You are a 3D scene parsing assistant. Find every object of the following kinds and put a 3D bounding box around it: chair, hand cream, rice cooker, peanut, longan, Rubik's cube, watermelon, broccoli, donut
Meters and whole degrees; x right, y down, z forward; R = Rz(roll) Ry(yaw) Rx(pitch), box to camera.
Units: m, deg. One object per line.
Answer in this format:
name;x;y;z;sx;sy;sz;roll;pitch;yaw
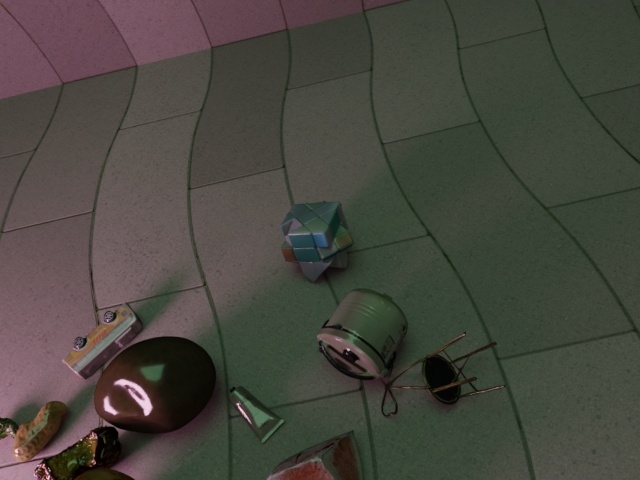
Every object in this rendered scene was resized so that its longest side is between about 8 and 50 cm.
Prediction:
chair;0.327;0.380;1.591;0.326;0.170;0.159;-39;42;39
hand cream;-0.199;0.493;1.670;0.186;0.054;0.087;37;71;26
rice cooker;0.121;0.278;1.657;0.226;0.226;0.244;20;56;26
peanut;-0.846;0.570;1.726;0.094;0.083;0.194;18;59;23
longan;-0.474;0.412;1.649;0.350;0.288;0.288;-15;50;6
Rubik's cube;0.000;0.000;1.923;0.265;0.212;0.224;-1;37;25
watermelon;0.001;0.614;1.430;0.213;0.201;0.261;-21;54;7
broccoli;-0.972;0.583;1.749;0.095;0.097;0.092;-38;27;33
donut;-0.656;0.611;1.578;0.230;0.216;0.096;-26;68;-33

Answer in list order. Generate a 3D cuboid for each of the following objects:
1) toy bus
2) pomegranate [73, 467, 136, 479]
toy bus;-0.710;0.329;1.887;0.106;0.092;0.268;36;66;23
pomegranate;-0.568;0.722;1.439;0.229;0.252;0.270;30;88;-9
